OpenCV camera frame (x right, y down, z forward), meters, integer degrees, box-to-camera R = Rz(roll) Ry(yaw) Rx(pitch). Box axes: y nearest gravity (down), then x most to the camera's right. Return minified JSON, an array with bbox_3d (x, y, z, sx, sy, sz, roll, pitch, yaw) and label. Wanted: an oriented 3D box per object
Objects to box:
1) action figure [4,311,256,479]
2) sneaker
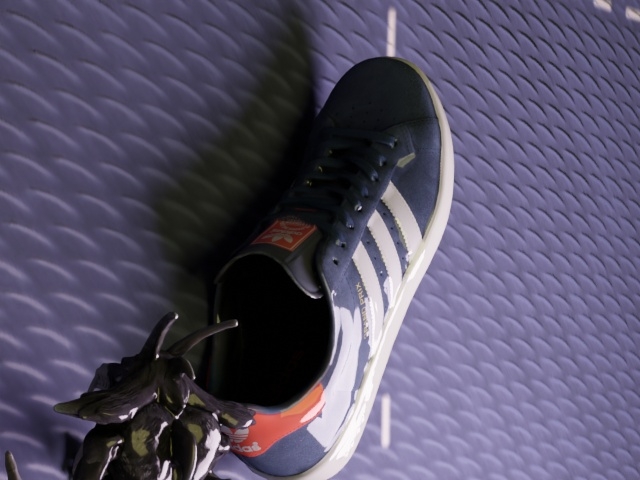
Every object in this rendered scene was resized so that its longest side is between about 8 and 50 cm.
[{"bbox_3d":[-0.139,0.164,0.945,0.164,0.141,0.276,10,98,-53],"label":"action figure"},{"bbox_3d":[0.000,0.000,1.150,0.148,0.131,0.350,42,57,-53],"label":"sneaker"}]
